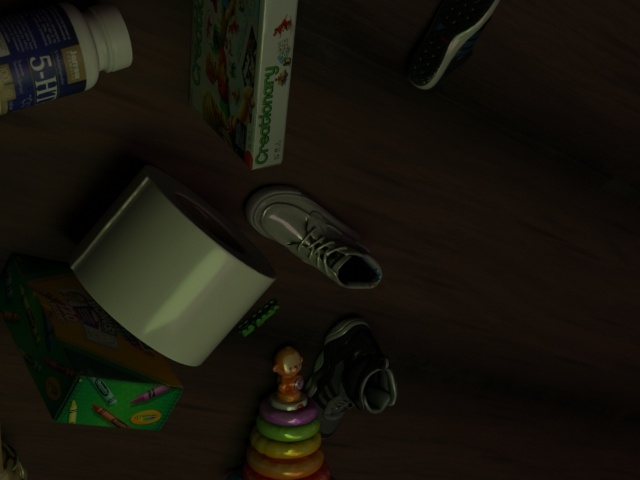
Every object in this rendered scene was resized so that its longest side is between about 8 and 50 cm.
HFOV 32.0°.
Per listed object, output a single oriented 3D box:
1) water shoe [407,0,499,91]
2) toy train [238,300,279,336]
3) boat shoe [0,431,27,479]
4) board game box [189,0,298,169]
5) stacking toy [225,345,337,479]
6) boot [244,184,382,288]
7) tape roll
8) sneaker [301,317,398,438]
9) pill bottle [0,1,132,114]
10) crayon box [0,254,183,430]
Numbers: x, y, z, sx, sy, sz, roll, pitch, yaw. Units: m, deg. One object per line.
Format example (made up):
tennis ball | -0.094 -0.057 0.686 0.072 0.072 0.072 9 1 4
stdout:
water shoe | 0.211 -0.322 1.733 0.203 0.073 0.080 -50 158 13
toy train | -0.103 0.132 1.883 0.083 0.017 0.024 -37 146 -7
boat shoe | -0.509 0.347 1.688 0.110 0.121 0.341 -13 140 -34
board game box | -0.103 -0.270 1.438 0.053 0.193 0.305 -14 129 -28
stacking toy | -0.059 0.328 1.996 0.175 0.166 0.302 -13 115 -40
boot | 0.000 0.000 1.775 0.258 0.123 0.095 23 107 -44
tape roll | -0.206 0.035 1.565 0.169 0.246 0.246 -49 137 6
sneaker | 0.051 0.283 2.013 0.101 0.153 0.268 -3 124 -34
pill bottle | -0.332 -0.228 1.361 0.186 0.112 0.112 -21 133 -22
crayon box | -0.324 0.139 1.532 0.165 0.278 0.081 14 114 -42
